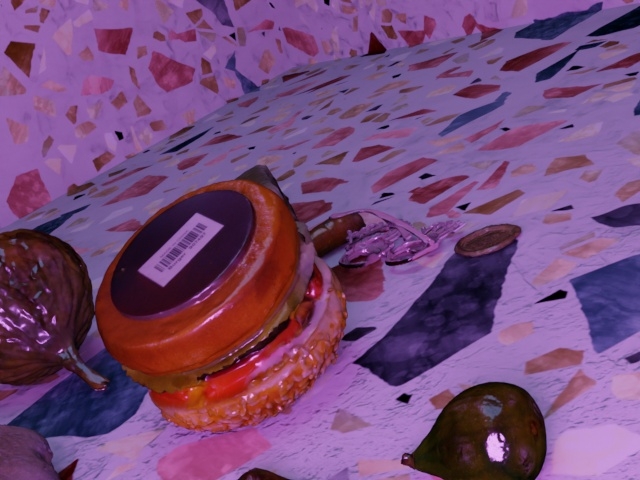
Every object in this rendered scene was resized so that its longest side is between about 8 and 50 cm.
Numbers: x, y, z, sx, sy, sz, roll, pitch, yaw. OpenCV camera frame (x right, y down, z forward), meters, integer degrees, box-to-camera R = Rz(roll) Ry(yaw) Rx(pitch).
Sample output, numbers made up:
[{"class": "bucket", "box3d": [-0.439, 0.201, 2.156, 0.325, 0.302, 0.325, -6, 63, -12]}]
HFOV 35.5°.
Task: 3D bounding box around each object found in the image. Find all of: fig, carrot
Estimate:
[{"class": "fig", "box3d": [0.160, 0.216, 1.060, 0.117, 0.117, 0.177, -39, 4, -41]}, {"class": "fig", "box3d": [-0.478, 0.147, 1.735, 0.368, 0.286, 0.286, 25, 44, 31]}, {"class": "carrot", "box3d": [0.000, 0.000, 1.861, 0.186, 0.060, 0.060, -28, 20, -20]}]

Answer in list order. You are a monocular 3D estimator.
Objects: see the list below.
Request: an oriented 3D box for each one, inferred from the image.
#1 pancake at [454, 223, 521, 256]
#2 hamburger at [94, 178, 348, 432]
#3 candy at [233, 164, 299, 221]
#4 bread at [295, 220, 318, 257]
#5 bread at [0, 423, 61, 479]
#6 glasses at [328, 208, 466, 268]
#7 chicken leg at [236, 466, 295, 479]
[{"class": "pancake", "box3d": [0.274, -0.002, 1.645, 0.115, 0.011, 0.115, -18, 18, 6]}, {"class": "hamburger", "box3d": [-0.133, 0.100, 1.397, 0.330, 0.250, 0.330, -22, 38, 18]}, {"class": "candy", "box3d": [-0.142, -0.036, 1.914, 0.179, 0.135, 0.321, -34, 12, 2]}, {"class": "bread", "box3d": [-0.064, 0.059, 1.647, 0.134, 0.141, 0.148, -4, 27, 33]}, {"class": "bread", "box3d": [-0.445, 0.334, 1.279, 0.183, 0.102, 0.337, 17, 14, 22]}, {"class": "glasses", "box3d": [0.123, -0.022, 1.741, 0.255, 0.095, 0.162, 1, 21, 44]}, {"class": "chicken leg", "box3d": [-0.019, 0.300, 1.043, 0.113, 0.093, 0.304, -9, 6, -19]}]
